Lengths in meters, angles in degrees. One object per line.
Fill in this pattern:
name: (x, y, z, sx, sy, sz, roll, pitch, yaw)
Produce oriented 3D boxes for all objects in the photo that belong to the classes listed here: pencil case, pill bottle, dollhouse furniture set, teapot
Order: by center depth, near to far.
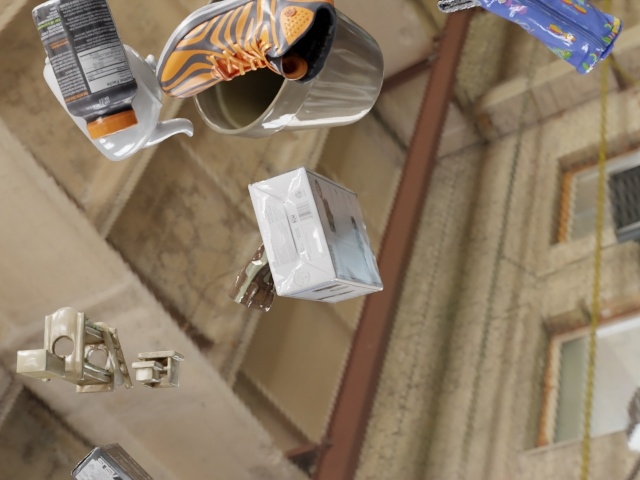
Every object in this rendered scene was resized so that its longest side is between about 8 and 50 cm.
dollhouse furniture set: (-0.290, 0.138, 1.586, 0.182, 0.161, 0.101, 48, -141, -69)
pill bottle: (-0.397, -0.301, 2.038, 0.130, 0.131, 0.245, -35, -71, -60)
pencil case: (0.385, -0.411, 2.075, 0.306, 0.119, 0.133, 29, -159, -15)
teapot: (-0.389, -0.292, 2.232, 0.252, 0.187, 0.256, 53, 180, 16)

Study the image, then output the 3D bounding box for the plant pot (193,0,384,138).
plant pot: (-0.041, -0.337, 2.231, 0.280, 0.323, 0.323, 7, -116, -41)

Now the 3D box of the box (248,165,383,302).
box: (0.000, 0.000, 1.732, 0.290, 0.087, 0.169, 13, -120, -74)

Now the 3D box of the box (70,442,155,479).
box: (-0.244, 0.389, 1.685, 0.231, 0.056, 0.183, 44, 172, 4)

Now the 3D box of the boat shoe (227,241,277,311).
boat shoe: (-0.092, 0.066, 2.224, 0.095, 0.095, 0.257, 31, -150, 2)

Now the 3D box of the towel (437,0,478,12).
towel: (0.347, -0.531, 2.250, 0.235, 0.284, 0.121, -69, -36, -56)

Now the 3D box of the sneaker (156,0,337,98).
sneaker: (-0.115, -0.303, 1.886, 0.124, 0.321, 0.180, 39, -161, -50)
